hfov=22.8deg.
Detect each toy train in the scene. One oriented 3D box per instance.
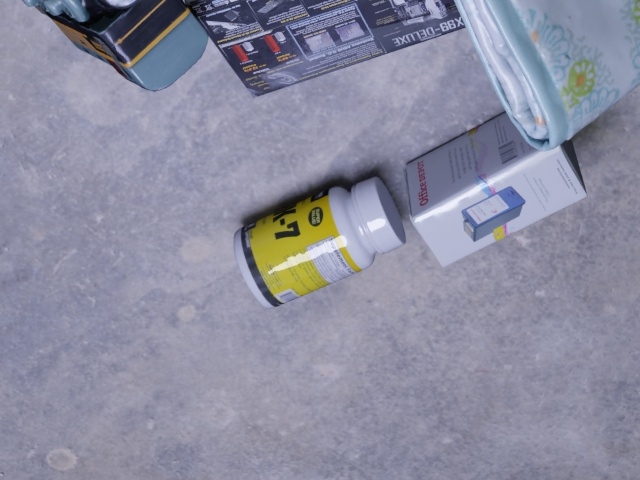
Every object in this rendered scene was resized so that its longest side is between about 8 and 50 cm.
[{"bbox_3d":[-0.259,-0.283,1.861,0.142,0.334,0.190,-44,118,-10],"label":"toy train"}]

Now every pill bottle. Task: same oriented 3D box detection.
[{"bbox_3d":[0.000,0.000,2.116,0.209,0.119,0.119,-24,116,13],"label":"pill bottle"}]

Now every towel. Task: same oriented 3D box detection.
[{"bbox_3d":[0.288,-0.336,1.800,0.321,0.090,0.374,-35,112,-21],"label":"towel"}]

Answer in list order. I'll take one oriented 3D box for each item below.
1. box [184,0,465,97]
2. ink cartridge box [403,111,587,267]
[{"bbox_3d":[0.016,-0.299,1.903,0.308,0.076,0.242,-18,154,11],"label":"box"},{"bbox_3d":[0.221,-0.079,2.046,0.212,0.154,0.093,-26,117,14],"label":"ink cartridge box"}]
